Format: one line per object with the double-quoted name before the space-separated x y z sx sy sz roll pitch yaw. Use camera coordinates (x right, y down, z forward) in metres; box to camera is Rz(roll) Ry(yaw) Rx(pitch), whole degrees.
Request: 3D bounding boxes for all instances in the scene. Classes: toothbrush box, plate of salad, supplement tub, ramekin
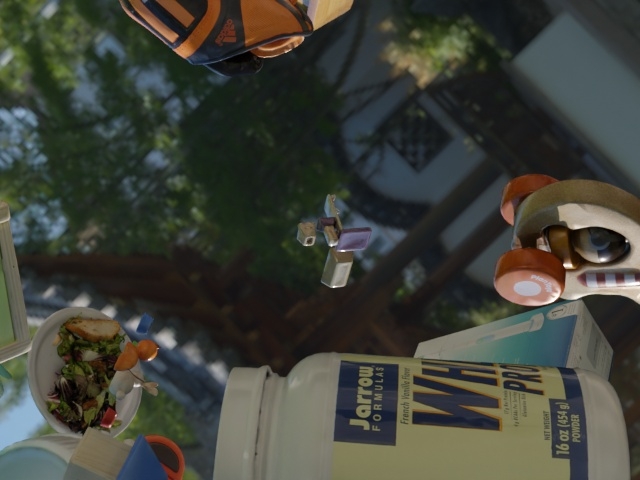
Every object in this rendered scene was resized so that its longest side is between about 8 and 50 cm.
"toothbrush box" 0.272 0.229 1.895 0.126 0.295 0.216 56 -146 -23
"plate of salad" -0.329 0.190 1.802 0.200 0.048 0.199 21 -120 -42
"supplement tub" 0.080 0.216 1.067 0.325 0.235 0.235 3 -171 2
"ramekin" -0.360 0.353 1.645 0.207 0.207 0.109 48 -178 18

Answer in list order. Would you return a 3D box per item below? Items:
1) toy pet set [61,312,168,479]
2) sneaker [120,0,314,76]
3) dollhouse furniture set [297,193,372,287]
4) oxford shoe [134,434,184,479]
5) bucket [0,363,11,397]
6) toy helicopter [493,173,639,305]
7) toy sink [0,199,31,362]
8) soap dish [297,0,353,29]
"toy pet set" -0.129 0.137 0.884 0.065 0.122 0.114 25 -141 -1
"sneaker" -0.077 -0.266 1.220 0.180 0.124 0.321 45 -134 -14
"dollhouse furniture set" 0.000 0.000 1.596 0.091 0.114 0.081 -5 -132 -19
"oxford shoe" -0.241 0.293 1.292 0.097 0.271 0.098 41 -172 -12
"bucket" -0.539 0.176 1.522 0.183 0.281 0.281 55 -175 -14
"toy helicopter" 0.388 0.029 1.493 0.355 0.235 0.140 33 -130 -28
"toy sink" -0.407 0.021 1.292 0.131 0.234 0.153 13 -154 43
"soap dish" -0.074 -0.460 1.956 0.291 0.118 0.229 35 170 1
